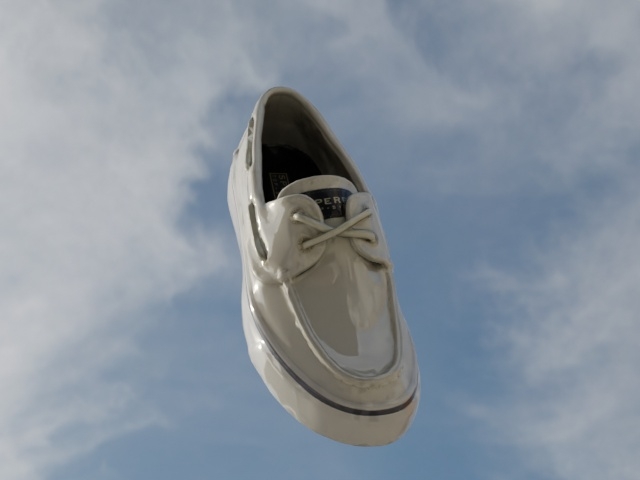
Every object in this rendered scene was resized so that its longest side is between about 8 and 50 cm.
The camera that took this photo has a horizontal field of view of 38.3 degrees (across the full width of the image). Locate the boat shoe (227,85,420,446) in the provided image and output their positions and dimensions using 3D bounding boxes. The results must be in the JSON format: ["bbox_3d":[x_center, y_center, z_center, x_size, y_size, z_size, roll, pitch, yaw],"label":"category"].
[{"bbox_3d":[0.000,0.000,0.569,0.096,0.268,0.088,0,-50,-14],"label":"boat shoe"}]
